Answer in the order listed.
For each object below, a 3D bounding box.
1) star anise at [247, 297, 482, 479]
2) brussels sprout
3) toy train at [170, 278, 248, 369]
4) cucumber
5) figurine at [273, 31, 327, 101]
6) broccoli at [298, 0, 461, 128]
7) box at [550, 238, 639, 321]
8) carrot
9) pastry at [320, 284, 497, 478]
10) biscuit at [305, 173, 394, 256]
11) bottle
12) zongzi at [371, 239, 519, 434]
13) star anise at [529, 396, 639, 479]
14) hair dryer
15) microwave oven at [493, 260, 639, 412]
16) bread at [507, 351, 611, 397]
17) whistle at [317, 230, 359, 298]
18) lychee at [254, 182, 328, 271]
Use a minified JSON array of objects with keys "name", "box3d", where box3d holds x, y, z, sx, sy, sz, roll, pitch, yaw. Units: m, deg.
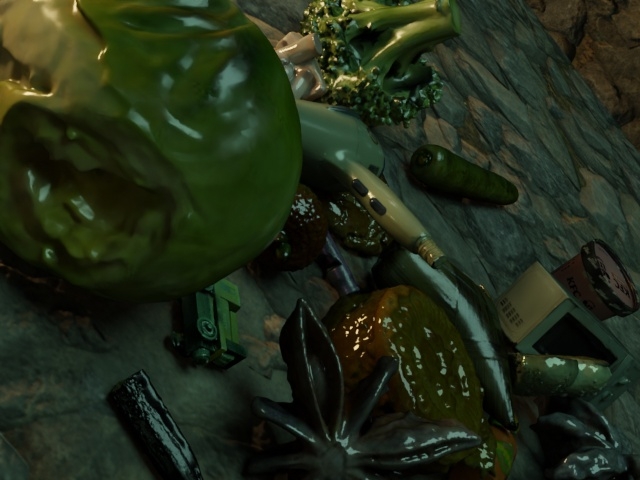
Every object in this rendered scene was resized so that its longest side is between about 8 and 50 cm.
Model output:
[{"name":"star anise","box3d":[0.031,0.208,0.960,0.257,0.198,0.110,33,0,-11]},{"name":"brussels sprout","box3d":[-0.170,-0.111,0.877,0.344,0.268,0.344,14,63,-29]},{"name":"toy train","box3d":[-0.120,0.083,0.985,0.081,0.050,0.122,34,34,-43]},{"name":"cucumber","box3d":[-0.137,0.195,0.857,0.163,0.043,0.039,59,-11,4]},{"name":"figurine","box3d":[-0.103,-0.230,1.229,0.236,0.141,0.163,4,61,-52]},{"name":"broccoli","box3d":[0.091,-0.302,1.495,0.235,0.259,0.288,87,-3,-74]},{"name":"box","box3d":[0.493,0.091,1.733,0.151,0.135,0.151,35,38,-33]},{"name":"carrot","box3d":[0.278,-0.107,1.707,0.358,0.074,0.074,14,48,-52]},{"name":"pastry","box3d":[0.097,0.169,1.132,0.235,0.132,0.240,31,43,-47]},{"name":"biscuit","box3d":[0.045,-0.073,1.374,0.226,0.042,0.226,36,34,-29]},{"name":"bottle","box3d":[0.226,0.277,1.240,0.069,0.069,0.187,53,29,-1]},{"name":"zongzi","box3d":[0.168,0.126,1.258,0.221,0.112,0.242,35,29,-31]},{"name":"star anise","box3d":[0.435,0.350,1.387,0.359,0.139,0.316,24,39,-53]},{"name":"hair dryer","box3d":[-0.001,-0.102,1.141,0.296,0.119,0.298,27,17,-31]},{"name":"microwave oven","box3d":[0.393,0.161,1.508,0.208,0.122,0.162,41,11,-21]},{"name":"bread","box3d":[0.315,0.194,1.350,0.232,0.172,0.064,13,79,-50]},{"name":"whistle","box3d":[0.000,0.000,1.245,0.033,0.033,0.176,-10,67,-57]},{"name":"lychee","box3d":[-0.044,-0.018,1.126,0.114,0.114,0.146,45,18,-15]}]
